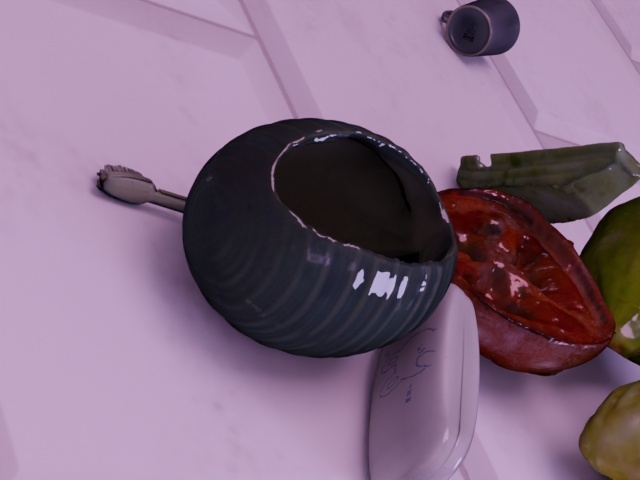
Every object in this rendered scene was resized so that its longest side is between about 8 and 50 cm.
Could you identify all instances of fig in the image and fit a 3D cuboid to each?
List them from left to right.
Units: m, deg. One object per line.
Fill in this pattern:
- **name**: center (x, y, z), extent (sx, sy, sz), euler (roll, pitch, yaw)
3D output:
- **fig**: center (0.346, 0.055, 1.427), extent (0.206, 0.206, 0.275), euler (53, 32, 11)

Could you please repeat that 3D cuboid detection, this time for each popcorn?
- **popcorn**: center (0.381, 0.224, 1.302), extent (0.286, 0.174, 0.225), euler (-7, 66, -54)

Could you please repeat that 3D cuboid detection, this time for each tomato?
- **tomato**: center (0.166, 0.047, 1.316), extent (0.228, 0.101, 0.228), euler (27, 30, -18)

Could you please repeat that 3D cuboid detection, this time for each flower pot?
- **flower pot**: center (0.000, 0.000, 1.086), extent (0.243, 0.157, 0.189), euler (15, 55, -46)

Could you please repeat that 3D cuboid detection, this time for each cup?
- **cup**: center (0.201, -0.282, 1.790), extent (0.100, 0.078, 0.077), euler (22, 23, 28)

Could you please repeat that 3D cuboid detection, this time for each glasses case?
- **glasses case**: center (0.086, 0.121, 1.125), extent (0.059, 0.092, 0.233), euler (39, 32, -17)

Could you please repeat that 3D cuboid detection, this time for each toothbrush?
- **toothbrush**: center (-0.069, -0.019, 1.163), extent (0.294, 0.026, 0.028), euler (18, 25, -40)

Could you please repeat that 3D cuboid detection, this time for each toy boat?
- **toy boat**: center (0.225, -0.059, 1.412), extent (0.093, 0.293, 0.055), euler (37, 75, -19)
